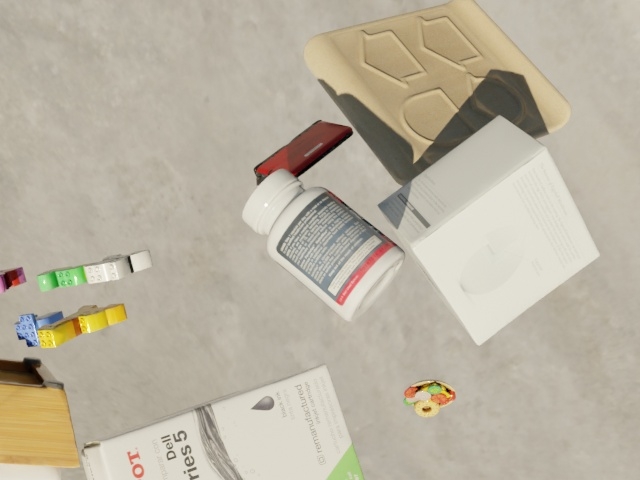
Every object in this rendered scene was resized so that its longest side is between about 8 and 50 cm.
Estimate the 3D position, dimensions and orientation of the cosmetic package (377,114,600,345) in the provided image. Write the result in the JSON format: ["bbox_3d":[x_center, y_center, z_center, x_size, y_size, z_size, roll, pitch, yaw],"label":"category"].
[{"bbox_3d":[0.243,-0.015,1.272,0.224,0.224,0.138,-36,34,2],"label":"cosmetic package"}]

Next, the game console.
[{"bbox_3d":[-0.024,-0.111,1.347,0.144,0.085,0.124,-40,36,-24],"label":"game console"}]

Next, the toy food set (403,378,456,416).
[{"bbox_3d":[0.170,0.244,1.382,0.082,0.083,0.020,37,38,-32],"label":"toy food set"}]

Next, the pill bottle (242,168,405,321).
[{"bbox_3d":[0.000,0.000,1.042,0.180,0.108,0.108,40,75,13],"label":"pill bottle"}]

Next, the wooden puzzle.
[{"bbox_3d":[0.188,-0.246,1.466,0.347,0.080,0.322,-23,63,-24],"label":"wooden puzzle"}]

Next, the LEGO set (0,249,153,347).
[{"bbox_3d":[-0.295,0.074,0.967,0.227,0.093,0.087,-9,100,25],"label":"LEGO set"}]

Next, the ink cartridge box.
[{"bbox_3d":[-0.099,0.275,0.979,0.272,0.115,0.198,-15,83,-27],"label":"ink cartridge box"}]

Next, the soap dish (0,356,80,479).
[{"bbox_3d":[-0.426,0.189,0.984,0.290,0.229,0.118,11,87,-24],"label":"soap dish"}]
